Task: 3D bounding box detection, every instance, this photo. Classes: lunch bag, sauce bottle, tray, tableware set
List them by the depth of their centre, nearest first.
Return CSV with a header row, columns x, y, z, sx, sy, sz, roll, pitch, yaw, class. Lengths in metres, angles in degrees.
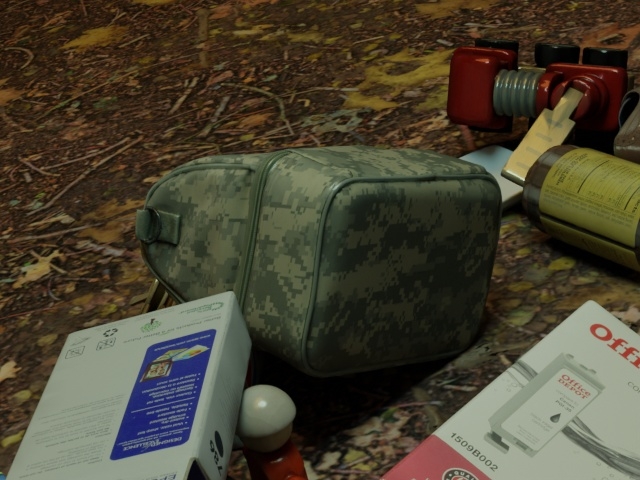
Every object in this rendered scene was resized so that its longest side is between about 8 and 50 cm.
x,y,z,sx,sy,sz,roll,pitch,yaw,class
0.000,0.000,1.633,0.256,0.212,0.305,21,17,38,lunch bag
0.357,-0.013,1.697,0.111,0.111,0.344,-26,30,-25,sauce bottle
-0.189,0.079,1.744,0.039,0.128,0.194,25,25,-7,tableware set
0.142,-0.038,1.935,0.270,0.030,0.145,-24,27,-22,tray

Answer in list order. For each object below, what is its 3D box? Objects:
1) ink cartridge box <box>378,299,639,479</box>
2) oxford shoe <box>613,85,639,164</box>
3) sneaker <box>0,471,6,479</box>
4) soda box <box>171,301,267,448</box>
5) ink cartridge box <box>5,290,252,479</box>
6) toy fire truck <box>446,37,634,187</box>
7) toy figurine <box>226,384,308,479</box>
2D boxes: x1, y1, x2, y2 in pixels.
x,y,z,sx,sy,sz,roll,pitch,yaw,class
0.190,0.200,1.239,0.207,0.117,0.283,38,49,19,ink cartridge box
0.421,-0.168,1.918,0.133,0.130,0.363,0,18,18,oxford shoe
-0.335,0.248,1.544,0.126,0.091,0.240,2,23,-10,sneaker
-0.111,0.114,1.685,0.092,0.083,0.263,-8,26,10,soda box
-0.154,0.154,1.322,0.165,0.065,0.332,-14,21,10,ink cartridge box
0.244,-0.155,1.954,0.217,0.158,0.246,9,11,22,toy fire truck
-0.122,0.224,1.391,0.210,0.148,0.213,-2,28,22,toy figurine
